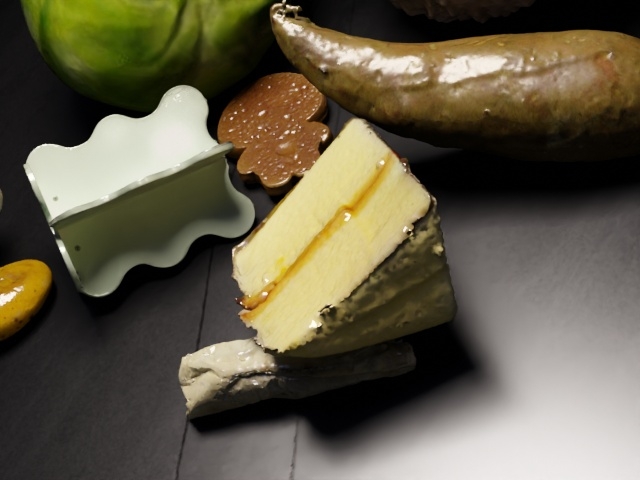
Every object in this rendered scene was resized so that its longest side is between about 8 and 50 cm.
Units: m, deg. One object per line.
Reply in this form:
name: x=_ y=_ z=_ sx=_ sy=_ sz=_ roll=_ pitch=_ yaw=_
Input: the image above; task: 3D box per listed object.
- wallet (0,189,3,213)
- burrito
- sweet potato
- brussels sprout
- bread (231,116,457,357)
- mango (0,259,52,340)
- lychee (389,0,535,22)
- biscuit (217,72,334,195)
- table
wallet: x=-0.502 y=0.068 z=1.843 sx=0.360 sy=0.083 sz=0.252 roll=-16 pitch=46 yaw=25
burrito: x=-0.024 y=0.115 z=1.610 sx=0.229 sy=0.058 sz=0.063 roll=-13 pitch=40 yaw=16
sweet potato: x=0.155 y=-0.146 z=1.672 sx=0.422 sy=0.130 sz=0.131 roll=8 pitch=52 yaw=9
brussels sprout: x=-0.169 y=-0.319 z=1.895 sx=0.281 sy=0.289 sz=0.355 roll=35 pitch=113 yaw=48
bread: x=0.000 y=0.000 z=1.602 sx=0.178 sy=0.135 sz=0.240 roll=-17 pitch=28 yaw=-9
mango: x=-0.323 y=0.061 z=1.804 sx=0.114 sy=0.057 sz=0.079 roll=-41 pitch=41 yaw=-25
lychee: x=0.142 y=-0.422 z=1.792 sx=0.380 sy=0.432 sz=0.380 roll=-40 pitch=27 yaw=26
biscuit: x=-0.045 y=-0.111 z=1.850 sx=0.124 sy=0.026 sz=0.175 roll=-23 pitch=44 yaw=5
table: x=-0.181 y=-0.050 z=1.775 sx=0.198 sy=0.167 sz=0.166 roll=-24 pitch=44 yaw=-8
